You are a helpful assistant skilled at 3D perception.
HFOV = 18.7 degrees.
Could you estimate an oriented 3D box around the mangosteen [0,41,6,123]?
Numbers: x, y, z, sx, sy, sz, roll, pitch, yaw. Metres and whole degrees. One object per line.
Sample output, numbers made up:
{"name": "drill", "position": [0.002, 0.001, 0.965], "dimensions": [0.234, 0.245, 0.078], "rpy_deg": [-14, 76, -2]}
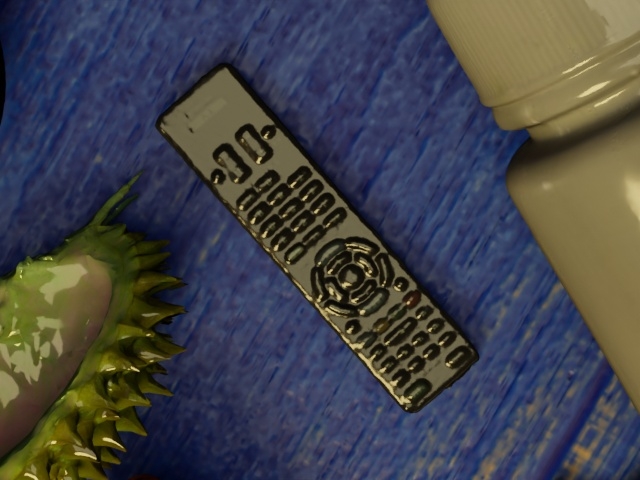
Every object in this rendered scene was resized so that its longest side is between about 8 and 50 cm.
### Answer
{"name": "mangosteen", "position": [-0.288, -0.120, 1.105], "dimensions": [0.231, 0.231, 0.289], "rpy_deg": [3, 58, 1]}

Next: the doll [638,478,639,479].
{"name": "doll", "position": [0.205, 0.183, 1.200], "dimensions": [0.169, 0.057, 0.109], "rpy_deg": [-6, 82, 17]}

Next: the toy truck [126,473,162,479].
{"name": "toy truck", "position": [-0.058, 0.251, 1.186], "dimensions": [0.107, 0.114, 0.252], "rpy_deg": [-42, 97, 8]}

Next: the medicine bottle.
{"name": "medicine bottle", "position": [0.218, -0.038, 1.085], "dimensions": [0.208, 0.208, 0.339], "rpy_deg": [-30, 97, 6]}

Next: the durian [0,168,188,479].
{"name": "durian", "position": [-0.228, 0.112, 1.153], "dimensions": [0.352, 0.158, 0.169], "rpy_deg": [-29, 85, 9]}

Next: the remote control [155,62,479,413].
{"name": "remote control", "position": [0.000, 0.000, 1.189], "dimensions": [0.063, 0.025, 0.245], "rpy_deg": [-40, 96, 6]}
